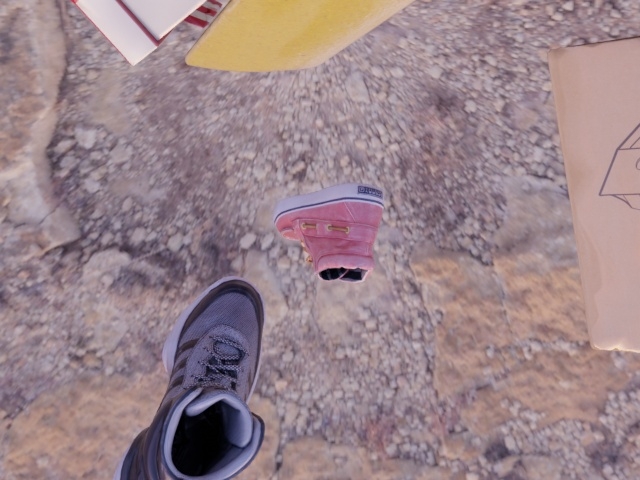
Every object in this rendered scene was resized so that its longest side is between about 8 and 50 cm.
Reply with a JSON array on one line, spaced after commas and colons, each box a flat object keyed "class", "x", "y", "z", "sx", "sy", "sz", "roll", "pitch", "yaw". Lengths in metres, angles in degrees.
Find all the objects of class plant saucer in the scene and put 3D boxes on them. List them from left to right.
[{"class": "plant saucer", "x": 0.069, "y": -0.242, "z": 0.602, "sx": 0.081, "sy": 0.333, "sz": 0.333, "roll": 39, "pitch": 77, "yaw": -14}]

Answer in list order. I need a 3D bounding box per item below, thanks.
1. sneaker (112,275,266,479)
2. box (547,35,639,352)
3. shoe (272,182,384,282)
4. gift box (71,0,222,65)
[{"class": "sneaker", "x": -0.095, "y": 0.139, "z": 0.895, "sx": 0.101, "sy": 0.153, "sz": 0.269, "roll": 30, "pitch": 59, "yaw": -15}, {"class": "box", "x": 0.224, "y": -0.025, "z": 0.576, "sx": 0.164, "sy": 0.021, "sz": 0.201, "roll": 0, "pitch": 107, "yaw": 44}, {"class": "shoe", "x": 0.000, "y": 0.000, "z": 0.928, "sx": 0.063, "sy": 0.178, "sz": 0.081, "roll": 12, "pitch": 77, "yaw": -26}, {"class": "gift box", "x": -0.159, "y": -0.363, "z": 1.023, "sx": 0.258, "sy": 0.276, "sz": 0.255, "roll": -29, "pitch": 108, "yaw": 34}]
